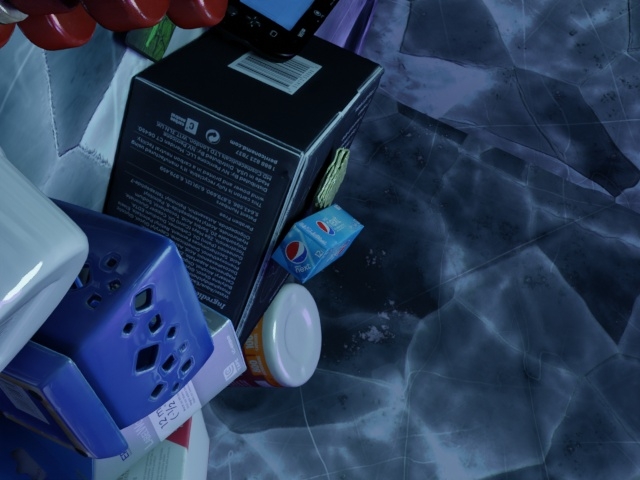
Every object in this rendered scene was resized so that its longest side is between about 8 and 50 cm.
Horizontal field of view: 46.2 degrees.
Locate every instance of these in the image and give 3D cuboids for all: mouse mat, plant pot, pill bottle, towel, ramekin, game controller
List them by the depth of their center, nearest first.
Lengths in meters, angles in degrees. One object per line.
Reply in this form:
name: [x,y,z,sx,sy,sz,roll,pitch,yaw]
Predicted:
ramekin: [-0.322,0.053,0.620,0.277,0.135,0.277,-49,-175,6]
plant pot: [-0.297,0.112,0.906,0.212,0.236,0.235,-56,152,-34]
mouse mat: [-0.203,-0.337,1.014,0.152,0.007,0.189,-32,147,-84]
towel: [0.015,-0.097,1.295,0.110,0.027,0.148,-63,175,-11]
game controller: [-0.068,-0.428,1.333,0.067,0.167,0.319,110,6,-48]
pill bottle: [-0.217,0.213,1.663,0.224,0.393,0.223,21,67,-62]

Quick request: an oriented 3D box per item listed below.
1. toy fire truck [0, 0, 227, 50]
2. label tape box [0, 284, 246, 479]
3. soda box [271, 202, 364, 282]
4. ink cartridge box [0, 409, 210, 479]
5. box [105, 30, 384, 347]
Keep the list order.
toy fire truck: [-0.197,-0.278,0.560,0.302,0.170,0.253,-53,136,-70]
label tape box: [-0.320,0.201,1.072,0.348,0.249,0.115,-36,133,-31]
soda box: [0.000,0.000,1.220,0.071,0.067,0.210,-54,171,20]
ink cartridge box: [-0.326,0.351,1.081,0.226,0.307,0.131,-93,174,-54]
box: [-0.147,-0.107,1.379,0.480,0.298,0.471,-57,171,-56]
